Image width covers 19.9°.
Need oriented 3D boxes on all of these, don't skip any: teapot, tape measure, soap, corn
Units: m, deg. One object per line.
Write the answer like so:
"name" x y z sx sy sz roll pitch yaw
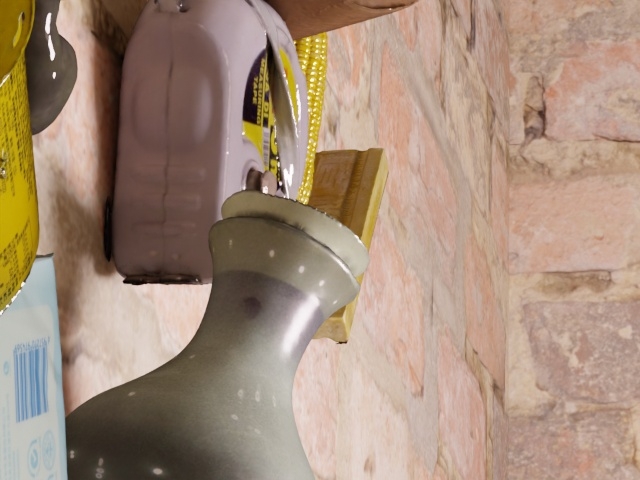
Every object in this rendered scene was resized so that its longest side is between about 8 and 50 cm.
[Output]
"teapot" -0.060 0.100 1.165 0.183 0.183 0.251 66 41 -55
"tape measure" -0.075 -0.082 1.338 0.197 0.120 0.236 8 84 -69
"soap" 0.000 -0.001 1.670 0.252 0.092 0.037 -76 160 -49
"corn" -0.030 -0.119 1.630 0.067 0.067 0.206 51 41 -66

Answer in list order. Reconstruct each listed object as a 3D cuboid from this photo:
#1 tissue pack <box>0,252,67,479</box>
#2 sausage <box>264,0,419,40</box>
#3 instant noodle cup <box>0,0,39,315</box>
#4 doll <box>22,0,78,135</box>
"tissue pack" -0.191 0.142 0.915 0.177 0.089 0.263 -11 100 -74
"sausage" -0.013 -0.218 1.407 0.253 0.123 0.123 176 -89 -65
"instant noodle cup" -0.199 -0.038 0.771 0.144 0.182 0.182 86 11 -48
"doll" -0.065 -0.253 0.964 0.252 0.378 0.382 96 0 -71
